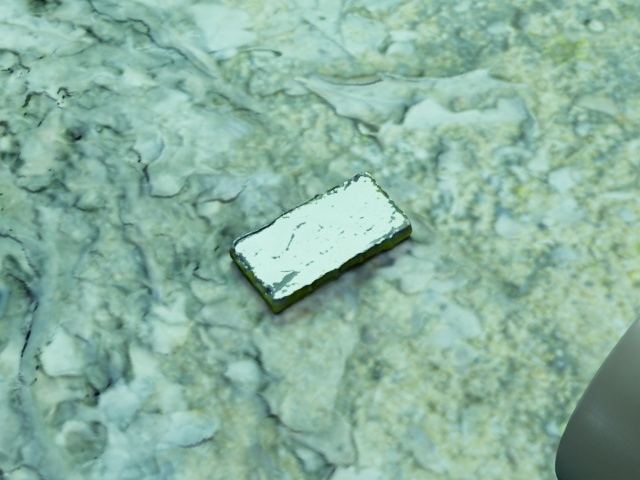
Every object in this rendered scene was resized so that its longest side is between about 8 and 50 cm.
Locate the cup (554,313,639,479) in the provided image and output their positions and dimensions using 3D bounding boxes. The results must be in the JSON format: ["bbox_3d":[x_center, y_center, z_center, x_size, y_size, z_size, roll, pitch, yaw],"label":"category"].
[{"bbox_3d":[0.289,0.118,1.083,0.200,0.191,0.253,39,32,24],"label":"cup"}]

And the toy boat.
[{"bbox_3d":[0.000,0.000,1.277,0.115,0.016,0.063,-28,56,-17],"label":"toy boat"}]
